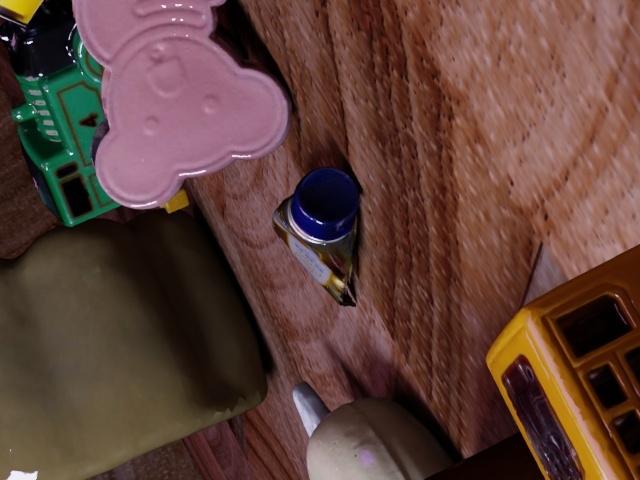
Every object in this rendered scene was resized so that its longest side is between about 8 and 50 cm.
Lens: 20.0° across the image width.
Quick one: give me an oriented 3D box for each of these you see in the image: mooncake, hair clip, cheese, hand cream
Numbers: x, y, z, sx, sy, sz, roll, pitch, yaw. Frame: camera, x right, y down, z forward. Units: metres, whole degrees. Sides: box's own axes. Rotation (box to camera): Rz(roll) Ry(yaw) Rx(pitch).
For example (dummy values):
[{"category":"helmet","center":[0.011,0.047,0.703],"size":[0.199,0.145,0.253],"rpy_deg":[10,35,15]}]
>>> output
[{"category":"mooncake","center":[-0.238,0.111,1.554],"size":[0.378,0.378,0.201],"rpy_deg":[148,101,-79]},{"category":"hair clip","center":[-0.088,-0.104,1.033],"size":[0.102,0.123,0.138],"rpy_deg":[-96,-14,-55]},{"category":"cheese","center":[0.029,0.141,1.121],"size":[0.249,0.071,0.163],"rpy_deg":[55,166,44]},{"category":"hand cream","center":[0.000,0.000,1.033],"size":[0.062,0.039,0.163],"rpy_deg":[46,167,11]}]

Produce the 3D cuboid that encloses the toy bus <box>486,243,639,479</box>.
[{"category":"toy bus","center":[0.126,0.093,0.513],"size":[0.194,0.088,0.083],"rpy_deg":[62,168,13]}]

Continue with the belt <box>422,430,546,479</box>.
[{"category":"belt","center":[0.097,0.201,0.804],"size":[0.217,0.122,0.339],"rpy_deg":[63,169,13]}]

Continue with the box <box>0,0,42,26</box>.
[{"category":"box","center":[-0.214,-0.261,1.241],"size":[0.033,0.129,0.247],"rpy_deg":[21,-156,-40]}]

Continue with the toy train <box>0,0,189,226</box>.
[{"category":"toy train","center":[-0.153,-0.101,1.260],"size":[0.091,0.136,0.228],"rpy_deg":[51,165,48]}]
